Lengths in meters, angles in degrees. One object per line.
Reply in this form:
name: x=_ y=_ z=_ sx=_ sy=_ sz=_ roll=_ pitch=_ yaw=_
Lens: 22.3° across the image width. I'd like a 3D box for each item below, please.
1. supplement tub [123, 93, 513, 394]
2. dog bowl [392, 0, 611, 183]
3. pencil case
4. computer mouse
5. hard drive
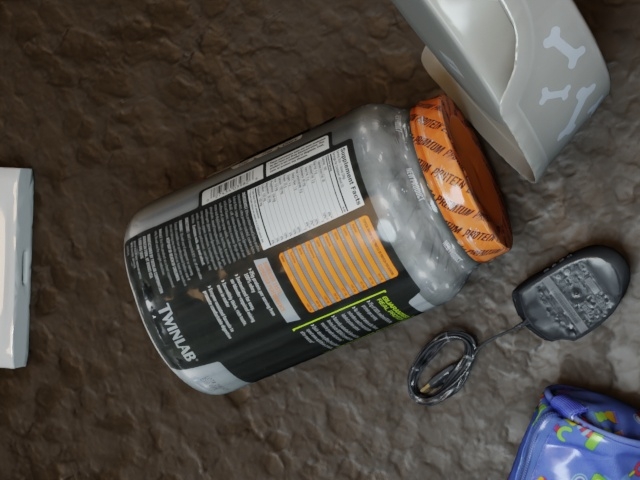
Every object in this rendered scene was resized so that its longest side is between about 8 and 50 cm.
supplement tub: x=0.000 y=0.000 z=1.465 sx=0.316 sy=0.193 sz=0.194 roll=-23 pitch=85 yaw=16
dog bowl: x=0.111 y=-0.214 z=1.360 sx=0.102 sy=0.349 sz=0.349 roll=-37 pitch=81 yaw=3
pencil case: x=0.196 y=0.279 z=1.445 sx=0.119 sy=0.133 sz=0.306 roll=33 pitch=102 yaw=55
computer mouse: x=0.179 y=0.078 z=1.498 sx=0.242 sy=0.041 sz=0.071 roll=-32 pitch=99 yaw=20
hard drive: x=-0.446 y=0.020 z=1.682 sx=0.307 sy=0.040 sz=0.203 roll=3 pitch=92 yaw=17
